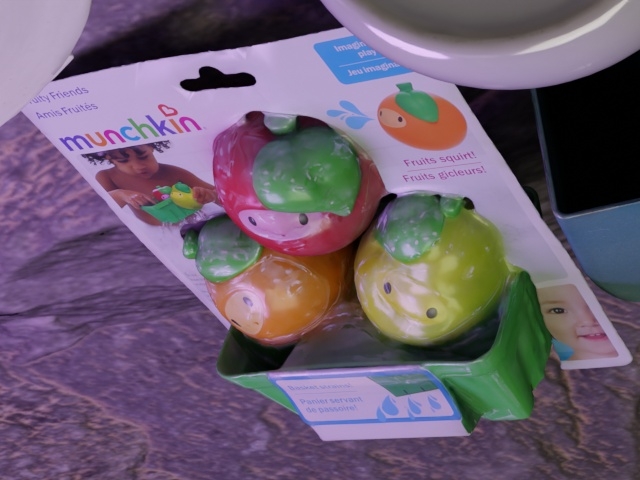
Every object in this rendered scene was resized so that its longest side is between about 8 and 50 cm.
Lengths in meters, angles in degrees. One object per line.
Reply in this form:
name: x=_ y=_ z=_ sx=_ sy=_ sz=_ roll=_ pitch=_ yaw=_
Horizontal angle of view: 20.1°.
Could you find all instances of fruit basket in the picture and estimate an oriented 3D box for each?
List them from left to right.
fruit basket: x=0.000 y=0.000 z=1.233 sx=0.327 sy=0.165 sz=0.353 roll=-6 pitch=145 yaw=34

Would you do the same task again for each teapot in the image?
teapot: x=0.102 y=-0.194 z=0.945 sx=0.252 sy=0.256 sz=0.187 roll=-40 pitch=170 yaw=15

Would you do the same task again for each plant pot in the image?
plant pot: x=0.240 y=-0.055 z=1.220 sx=0.166 sy=0.165 sz=0.234 roll=-12 pitch=153 yaw=9

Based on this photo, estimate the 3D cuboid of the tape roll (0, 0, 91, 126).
tape roll: x=-0.255 y=-0.115 z=0.850 sx=0.286 sy=0.100 sz=0.286 roll=-23 pitch=161 yaw=-9
